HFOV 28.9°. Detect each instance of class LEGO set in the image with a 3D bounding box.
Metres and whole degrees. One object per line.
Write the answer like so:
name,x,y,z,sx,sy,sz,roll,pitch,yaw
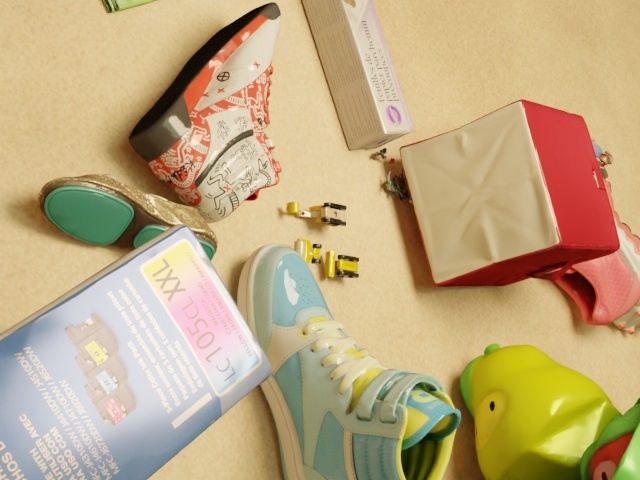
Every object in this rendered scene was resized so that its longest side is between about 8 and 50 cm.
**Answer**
LEGO set,0.092,-0.077,1.575,0.054,0.023,0.083,-4,63,-49

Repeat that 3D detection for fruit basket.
fruit basket,0.295,0.281,1.439,0.392,0.392,0.283,57,42,-12

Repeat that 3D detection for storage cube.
storage cube,0.242,-0.052,1.571,0.193,0.183,0.215,3,71,-56

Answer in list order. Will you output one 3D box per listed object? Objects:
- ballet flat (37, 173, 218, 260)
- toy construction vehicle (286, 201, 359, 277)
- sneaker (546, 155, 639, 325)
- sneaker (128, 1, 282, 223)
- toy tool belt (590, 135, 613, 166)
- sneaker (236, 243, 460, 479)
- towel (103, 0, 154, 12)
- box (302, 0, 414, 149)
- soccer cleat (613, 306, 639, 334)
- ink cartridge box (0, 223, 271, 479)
ballet flat,-0.194,-0.027,1.227,0.206,0.073,0.067,26,28,-40
toy construction vehicle,0.000,0.000,1.436,0.098,0.035,0.086,8,79,-42
sneaker,0.353,-0.019,1.754,0.136,0.116,0.314,-35,92,-26
sneaker,-0.090,-0.136,1.356,0.145,0.090,0.270,51,47,-20
toy tool belt,0.407,-0.128,1.911,0.083,0.052,0.051,37,81,-26
sneaker,0.039,0.135,1.281,0.127,0.208,0.319,-12,82,-47
towel,-0.219,-0.328,1.350,0.113,0.023,0.152,-31,96,-48
box,0.029,-0.276,1.558,0.063,0.067,0.324,-11,81,-48
soccer cleat,0.496,0.097,1.894,0.196,0.068,0.076,3,53,-45
ink cartridge box,-0.260,0.168,0.904,0.395,0.270,0.151,-34,93,-48
